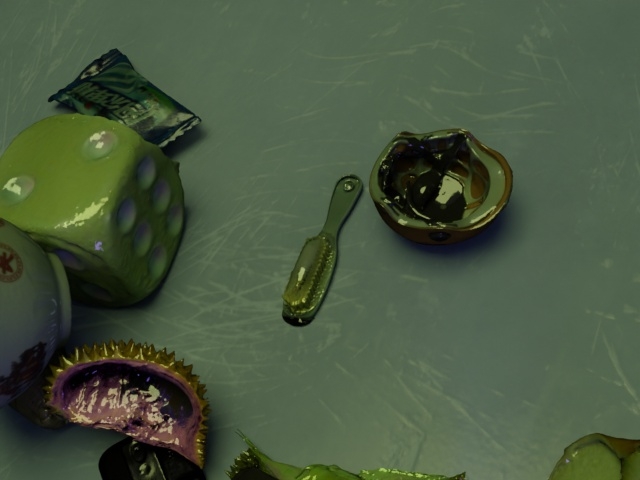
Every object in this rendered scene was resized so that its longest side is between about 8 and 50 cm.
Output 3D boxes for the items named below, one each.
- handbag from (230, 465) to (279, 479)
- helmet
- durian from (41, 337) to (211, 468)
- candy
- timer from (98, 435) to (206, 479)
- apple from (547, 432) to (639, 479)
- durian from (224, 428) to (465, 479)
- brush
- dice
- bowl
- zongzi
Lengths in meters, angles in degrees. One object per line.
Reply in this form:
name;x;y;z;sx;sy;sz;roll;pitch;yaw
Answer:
handbag;-0.021;0.452;1.228;0.285;0.256;0.113;22;26;22
helmet;0.191;-0.073;1.556;0.224;0.130;0.198;10;65;10
durian;-0.284;0.216;1.473;0.261;0.186;0.153;14;96;-8
candy;-0.386;-0.255;1.870;0.187;0.077;0.331;-38;54;-13
timer;-0.248;0.366;1.444;0.144;0.055;0.187;-29;55;-3
apple;0.358;0.409;1.172;0.254;0.179;0.346;5;61;33
durian;0.013;0.379;1.353;0.356;0.157;0.169;6;24;19
brush;0.000;0.000;1.605;0.068;0.060;0.296;9;62;24
dice;-0.392;-0.052;1.633;0.250;0.252;0.254;7;61;19
bowl;-0.469;0.100;1.453;0.158;0.337;0.337;-6;48;-31
zongzi;-0.437;0.193;1.574;0.194;0.099;0.197;30;76;29
